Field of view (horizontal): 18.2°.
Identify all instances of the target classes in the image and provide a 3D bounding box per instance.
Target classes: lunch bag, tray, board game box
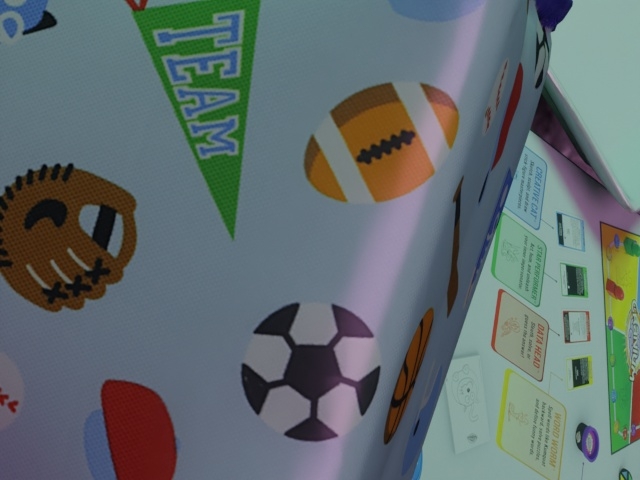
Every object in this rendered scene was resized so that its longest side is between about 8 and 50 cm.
[{"bbox_3d":[-0.133,-0.019,0.790,0.239,0.385,0.328,33,75,-79],"label":"lunch bag"},{"bbox_3d":[0.177,-0.125,1.093,0.145,0.030,0.270,57,41,-7],"label":"tray"},{"bbox_3d":[0.130,0.093,1.003,0.316,0.064,0.242,35,50,-30],"label":"board game box"}]
